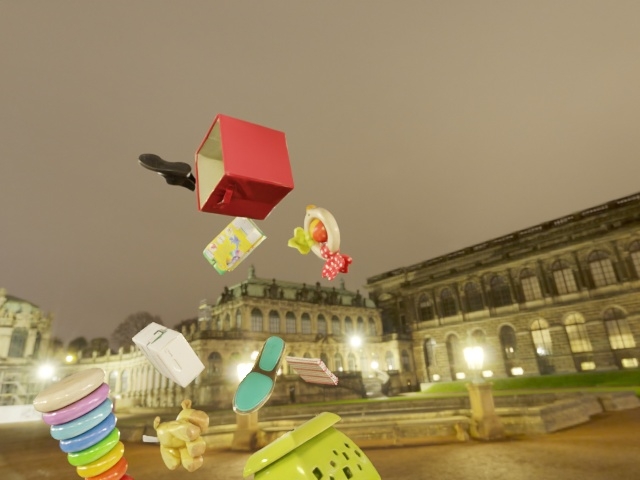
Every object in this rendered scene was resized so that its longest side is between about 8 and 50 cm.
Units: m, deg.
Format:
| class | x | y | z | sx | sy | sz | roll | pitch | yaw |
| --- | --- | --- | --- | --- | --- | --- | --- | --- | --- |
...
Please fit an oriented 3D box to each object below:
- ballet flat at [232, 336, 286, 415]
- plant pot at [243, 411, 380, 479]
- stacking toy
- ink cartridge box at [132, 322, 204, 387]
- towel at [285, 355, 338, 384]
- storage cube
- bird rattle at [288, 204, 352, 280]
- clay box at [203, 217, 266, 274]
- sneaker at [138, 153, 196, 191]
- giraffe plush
| class | x | y | z | sx | sy | sz | roll | pitch | yaw |
| --- | --- | --- | --- | --- | --- | --- | --- | --- | --- |
| ballet flat | -0.220 | 0.516 | 1.529 | 0.123 | 0.348 | 0.123 | 10 | -53 | 13 |
| plant pot | -0.033 | 0.557 | 0.974 | 0.228 | 0.207 | 0.227 | -41 | -23 | 26 |
| stacking toy | -0.497 | 0.462 | 0.915 | 0.141 | 0.330 | 0.141 | -20 | 6 | 2 |
| ink cartridge box | -0.502 | 0.373 | 1.353 | 0.219 | 0.092 | 0.160 | 1 | -55 | 46 |
| towel | -0.032 | 0.484 | 1.537 | 0.144 | 0.029 | 0.197 | -5 | -44 | 28 |
| storage cube | -0.206 | -0.182 | 1.085 | 0.193 | 0.215 | 0.184 | 6 | -30 | -35 |
| bird rattle | 0.000 | 0.000 | 1.320 | 0.143 | 0.253 | 0.207 | -14 | -56 | -24 |
| clay box | -0.329 | 0.016 | 1.562 | 0.222 | 0.127 | 0.053 | -43 | -11 | 7 |
| sneaker | -0.436 | -0.192 | 1.177 | 0.170 | 0.051 | 0.089 | 9 | -30 | -27 |
| giraffe plush | -0.448 | 0.635 | 1.371 | 0.210 | 0.181 | 0.170 | 14 | 13 | 15 |
